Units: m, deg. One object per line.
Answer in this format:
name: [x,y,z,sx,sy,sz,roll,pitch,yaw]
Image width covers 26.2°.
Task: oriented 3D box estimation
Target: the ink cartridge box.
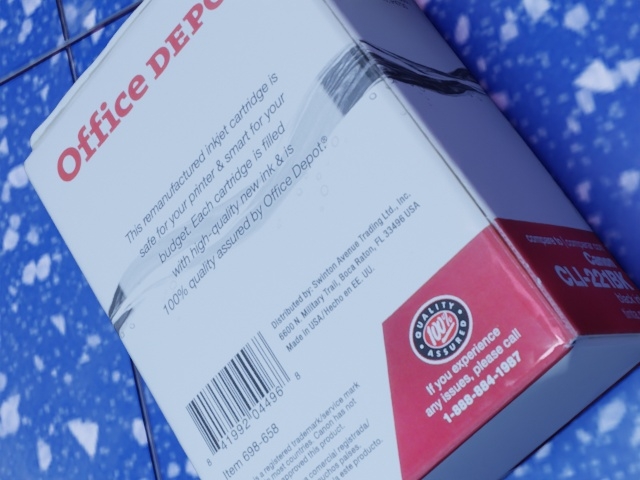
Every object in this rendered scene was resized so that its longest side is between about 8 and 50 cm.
ink cartridge box: [0.000,0.000,0.672,0.197,0.114,0.273,-45,65,25]
